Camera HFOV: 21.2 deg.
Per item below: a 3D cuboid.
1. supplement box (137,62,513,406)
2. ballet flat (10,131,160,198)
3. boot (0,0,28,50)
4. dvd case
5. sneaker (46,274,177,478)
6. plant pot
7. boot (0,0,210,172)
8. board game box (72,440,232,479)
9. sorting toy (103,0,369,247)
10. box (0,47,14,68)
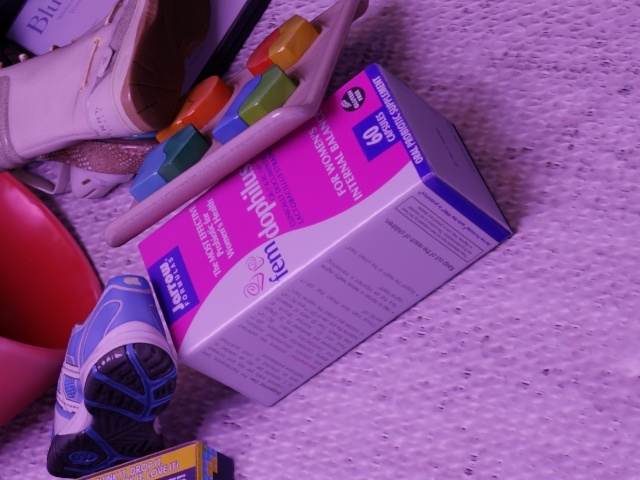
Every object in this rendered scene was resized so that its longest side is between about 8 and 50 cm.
[{"bbox_3d":[0.000,0.000,1.183,0.220,0.114,0.111,-38,52,16],"label":"supplement box"},{"bbox_3d":[-0.200,-0.069,1.401,0.206,0.073,0.067,12,102,41],"label":"ballet flat"},{"bbox_3d":[-0.312,-0.426,1.613,0.367,0.146,0.445,30,91,43],"label":"boot"},{"bbox_3d":[-0.149,-0.208,1.452,0.253,0.022,0.180,29,86,41],"label":"dvd case"},{"bbox_3d":[-0.145,0.105,1.211,0.211,0.080,0.081,122,148,-49],"label":"sneaker"},{"bbox_3d":[-0.341,0.071,1.307,0.243,0.275,0.275,-48,49,17],"label":"plant pot"},{"bbox_3d":[-0.179,-0.145,1.344,0.165,0.077,0.213,-16,39,26],"label":"boot"},{"bbox_3d":[-0.140,0.233,1.206,0.170,0.048,0.141,-20,55,27],"label":"board game box"},{"bbox_3d":[-0.062,-0.095,1.236,0.193,0.038,0.208,-32,17,30],"label":"sorting toy"},{"bbox_3d":[-0.491,-0.204,1.486,0.318,0.097,0.395,-36,89,26],"label":"box"}]
